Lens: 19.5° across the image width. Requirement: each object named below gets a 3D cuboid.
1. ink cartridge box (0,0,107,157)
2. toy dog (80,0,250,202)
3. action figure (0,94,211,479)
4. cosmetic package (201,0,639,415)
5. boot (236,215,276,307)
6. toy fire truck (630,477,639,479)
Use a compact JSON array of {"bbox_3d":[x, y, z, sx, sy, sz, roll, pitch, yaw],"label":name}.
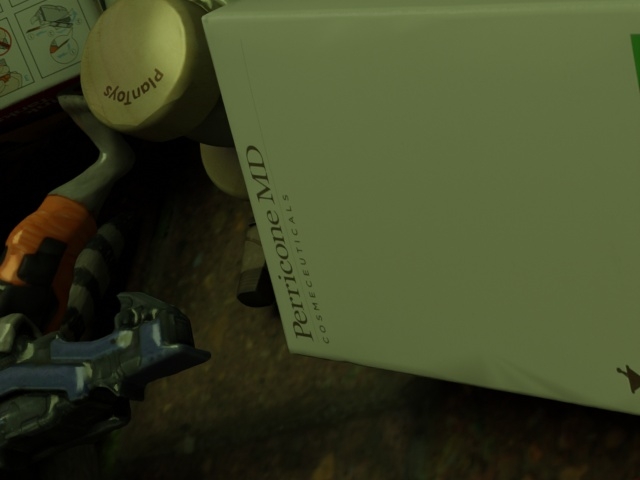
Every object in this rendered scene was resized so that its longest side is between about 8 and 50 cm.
[{"bbox_3d":[-0.272,-0.107,1.277,0.309,0.130,0.272,-24,-1,5],"label":"ink cartridge box"},{"bbox_3d":[-0.065,-0.188,1.098,0.161,0.220,0.333,-29,84,21],"label":"toy dog"},{"bbox_3d":[-0.163,0.084,1.126,0.341,0.178,0.330,-16,57,33],"label":"action figure"},{"bbox_3d":[0.134,-0.040,0.850,0.155,0.197,0.365,-29,22,-38],"label":"cosmetic package"},{"bbox_3d":[0.000,0.000,1.112,0.118,0.042,0.087,0,52,38],"label":"boot"},{"bbox_3d":[0.153,0.173,0.734,0.302,0.169,0.254,-22,28,32],"label":"toy fire truck"}]
